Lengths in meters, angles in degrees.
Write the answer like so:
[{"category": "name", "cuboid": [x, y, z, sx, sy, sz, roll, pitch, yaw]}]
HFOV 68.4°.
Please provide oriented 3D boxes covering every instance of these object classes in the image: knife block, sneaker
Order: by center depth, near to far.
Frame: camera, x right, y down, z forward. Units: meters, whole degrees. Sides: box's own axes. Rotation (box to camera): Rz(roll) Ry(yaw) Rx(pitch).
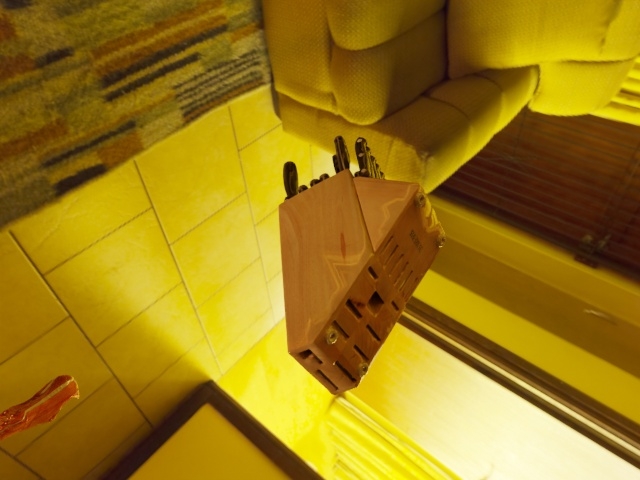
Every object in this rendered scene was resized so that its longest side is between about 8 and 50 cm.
[{"category": "knife block", "cuboid": [0.000, 0.000, 0.534, 0.275, 0.242, 0.088, -54, 131, -21]}, {"category": "sneaker", "cuboid": [-0.538, 0.329, 0.886, 0.175, 0.064, 0.067, -32, 117, -40]}]
